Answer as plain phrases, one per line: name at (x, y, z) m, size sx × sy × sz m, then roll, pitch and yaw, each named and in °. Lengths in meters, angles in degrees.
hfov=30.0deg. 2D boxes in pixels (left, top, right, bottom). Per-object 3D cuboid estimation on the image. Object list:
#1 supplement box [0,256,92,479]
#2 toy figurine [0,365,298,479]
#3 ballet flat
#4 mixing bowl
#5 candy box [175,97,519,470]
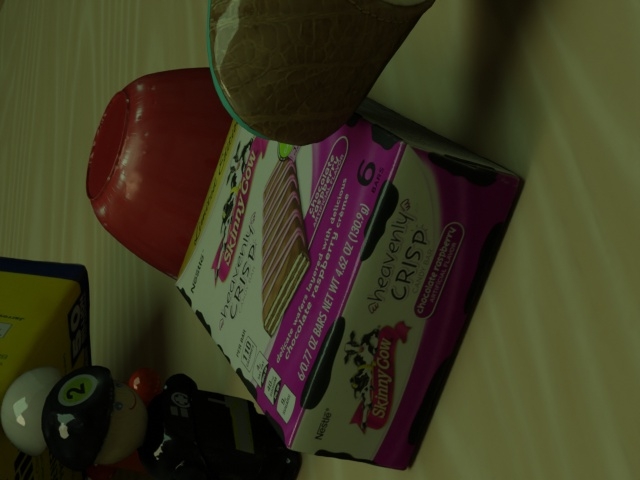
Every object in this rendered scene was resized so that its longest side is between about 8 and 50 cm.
supplement box at (-0.307, 0.176, 0.863) m, size 0.356 × 0.195 × 0.194 m, roll -72°, pitch -14°, yaw -60°
toy figurine at (-0.128, 0.180, 0.732) m, size 0.213 × 0.148 × 0.209 m, roll -7°, pitch 69°, yaw 63°
ballet flat at (0.046, -0.199, 0.598) m, size 0.124 × 0.116 × 0.342 m, roll -18°, pitch 39°, yaw 44°
mixing bowl at (-0.119, -0.060, 0.919) m, size 0.181 × 0.098 × 0.181 m, roll -41°, pitch 41°, yaw 49°
candy box at (0.000, 0.000, 0.659) m, size 0.159 × 0.071 × 0.233 m, roll -70°, pitch 24°, yaw 10°
